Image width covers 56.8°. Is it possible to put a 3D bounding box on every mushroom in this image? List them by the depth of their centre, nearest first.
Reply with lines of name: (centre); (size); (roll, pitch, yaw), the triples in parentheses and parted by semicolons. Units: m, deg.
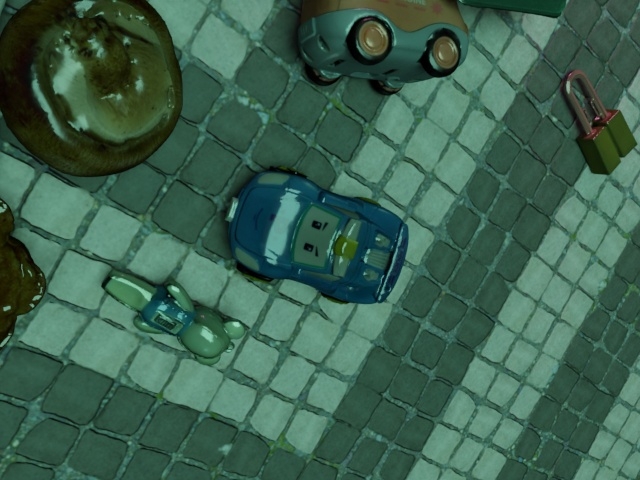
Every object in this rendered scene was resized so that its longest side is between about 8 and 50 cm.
mushroom: (-0.293, -0.206, 0.775); (0.253, 0.153, 0.253); (-19, 116, -46)

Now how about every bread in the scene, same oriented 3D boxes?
bread: (-0.496, 0.056, 0.766); (0.246, 0.135, 0.232); (-25, 112, -19)

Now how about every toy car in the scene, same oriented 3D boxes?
toy car: (0.099, -0.357, 0.936); (0.270, 0.180, 0.213); (2, 92, -25)
toy car: (0.000, 0.000, 0.975); (0.314, 0.166, 0.198); (20, 90, -27)

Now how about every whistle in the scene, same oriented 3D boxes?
whistle: (-0.235, 0.116, 0.942); (0.235, 0.077, 0.114); (35, 114, -21)

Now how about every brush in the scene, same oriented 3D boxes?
brush: (0.580, -0.258, 1.250); (0.103, 0.047, 0.233); (-45, 116, -10)

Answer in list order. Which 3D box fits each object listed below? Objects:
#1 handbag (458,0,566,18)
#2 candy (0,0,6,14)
handbag: (0.288, -0.478, 0.954); (0.326, 0.089, 0.239); (-13, 71, -37)
candy: (-0.437, -0.241, 0.757); (0.124, 0.124, 0.366); (21, 81, -28)
